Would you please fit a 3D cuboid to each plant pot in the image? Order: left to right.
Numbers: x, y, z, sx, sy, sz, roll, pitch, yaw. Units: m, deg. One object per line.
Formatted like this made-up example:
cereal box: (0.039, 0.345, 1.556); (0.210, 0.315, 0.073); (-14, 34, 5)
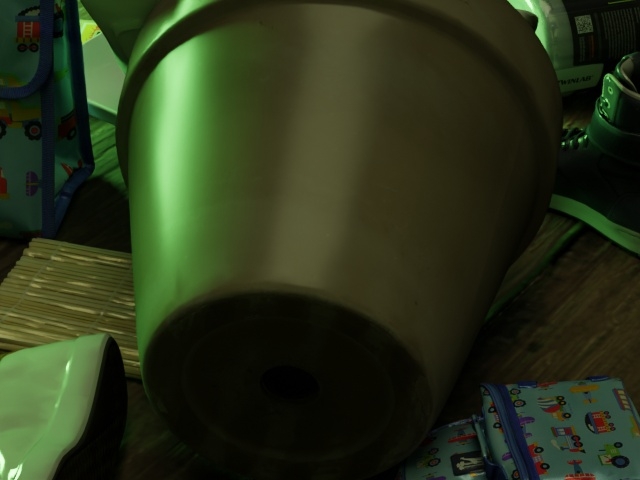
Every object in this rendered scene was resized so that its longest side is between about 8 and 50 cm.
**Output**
plant pot: (0.000, 0.000, 1.227); (0.323, 0.323, 0.280); (5, 44, 4)

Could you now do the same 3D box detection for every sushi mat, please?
sushi mat: (-0.101, 0.063, 1.402); (0.316, 0.019, 0.151); (9, 33, 10)

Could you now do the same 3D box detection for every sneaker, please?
sneaker: (-0.207, 0.164, 1.184); (0.123, 0.106, 0.290); (-5, 25, 6)
sneaker: (0.227, -0.098, 1.537); (0.226, 0.163, 0.086); (27, 42, 34)

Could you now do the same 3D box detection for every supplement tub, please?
supplement tub: (0.273, -0.202, 1.735); (0.190, 0.117, 0.117); (-10, 35, -18)

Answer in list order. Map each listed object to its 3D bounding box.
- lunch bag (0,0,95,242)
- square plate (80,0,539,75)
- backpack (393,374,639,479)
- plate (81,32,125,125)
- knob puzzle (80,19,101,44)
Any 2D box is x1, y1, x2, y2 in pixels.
lunch bag: (-0.312, -0.163, 1.481); (0.221, 0.293, 0.138); (6, 33, 7)
square plate: (-0.016, -0.142, 1.429); (0.347, 0.049, 0.344); (9, -8, 3)
backpack: (0.122, 0.168, 1.171); (0.173, 0.117, 0.158); (-2, 33, -1)
plate: (-0.070, -0.134, 1.648); (0.278, 0.045, 0.277); (26, 38, 18)
knob puzzle: (-0.157, -0.172, 1.743); (0.213, 0.030, 0.213); (2, 33, -1)
